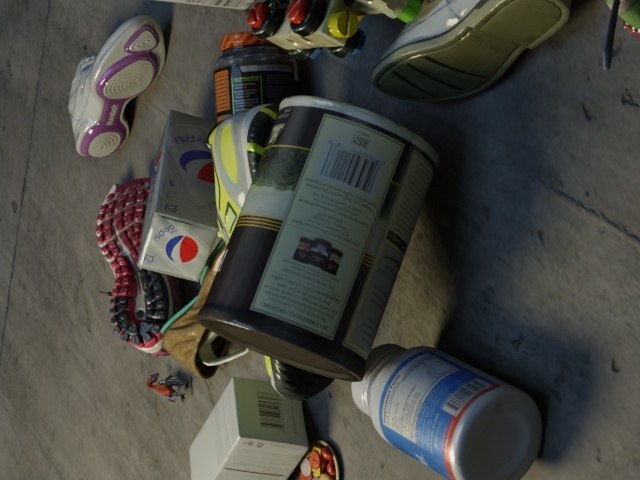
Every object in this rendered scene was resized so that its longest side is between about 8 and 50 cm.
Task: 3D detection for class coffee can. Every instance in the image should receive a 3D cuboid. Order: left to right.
[{"bbox_3d":[0.000,0.000,1.631,0.201,0.201,0.275,3,69,57],"label":"coffee can"}]

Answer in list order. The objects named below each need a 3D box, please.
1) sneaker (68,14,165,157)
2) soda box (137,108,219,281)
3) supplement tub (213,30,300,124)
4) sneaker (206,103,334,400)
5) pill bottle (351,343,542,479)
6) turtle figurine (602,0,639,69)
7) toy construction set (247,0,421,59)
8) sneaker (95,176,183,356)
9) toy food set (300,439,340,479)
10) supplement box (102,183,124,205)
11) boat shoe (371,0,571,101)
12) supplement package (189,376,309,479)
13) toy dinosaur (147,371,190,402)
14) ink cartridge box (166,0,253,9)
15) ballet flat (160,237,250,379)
[{"bbox_3d":[-0.351,-0.273,2.311,0.305,0.114,0.152,-53,50,43],"label":"sneaker"},{"bbox_3d":[-0.191,-0.069,1.997,0.286,0.091,0.098,-92,20,-57],"label":"soda box"},{"bbox_3d":[-0.083,-0.180,1.909,0.117,0.117,0.190,-6,86,57],"label":"supplement tub"},{"bbox_3d":[-0.051,0.014,1.815,0.147,0.145,0.385,8,108,53],"label":"sneaker"},{"bbox_3d":[0.134,0.190,1.591,0.221,0.124,0.124,24,111,55],"label":"pill bottle"},{"bbox_3d":[0.340,-0.243,1.200,0.197,0.274,0.266,-13,74,21],"label":"turtle figurine"},{"bbox_3d":[0.029,-0.312,1.616,0.215,0.151,0.327,-67,13,-6],"label":"toy construction set"},{"bbox_3d":[-0.279,0.040,2.231,0.120,0.112,0.299,-12,65,16],"label":"sneaker"},{"bbox_3d":[-0.001,0.308,1.895,0.082,0.020,0.083,9,100,56],"label":"toy food set"},{"bbox_3d":[-0.325,-0.038,2.355,0.062,0.036,0.098,-49,52,46],"label":"supplement box"},{"bbox_3d":[0.167,-0.242,1.549,0.302,0.113,0.103,-25,51,52],"label":"boat shoe"},{"bbox_3d":[-0.101,0.286,1.950,0.105,0.105,0.179,-100,31,-41],"label":"supplement package"},{"bbox_3d":[-0.245,0.226,2.224,0.082,0.090,0.047,6,81,25],"label":"toy dinosaur"},{"bbox_3d":[-0.260,-0.474,1.996,0.072,0.303,0.307,-48,52,45],"label":"ink cartridge box"},{"bbox_3d":[-0.125,0.095,2.008,0.124,0.116,0.342,53,137,14],"label":"ballet flat"}]
